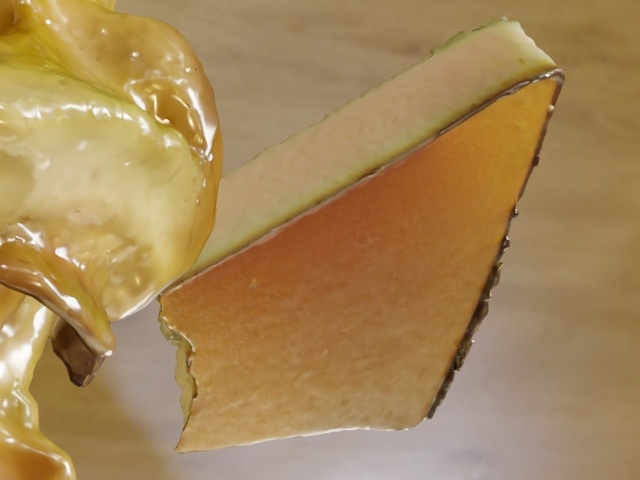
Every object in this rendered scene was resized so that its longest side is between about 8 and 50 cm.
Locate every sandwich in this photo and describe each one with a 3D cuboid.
[{"bbox_3d":[0.000,0.000,0.752,0.162,0.058,0.193,-3,128,-31],"label":"sandwich"}]

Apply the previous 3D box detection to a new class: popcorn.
[{"bbox_3d":[-0.130,-0.031,0.400,0.191,0.253,0.190,42,63,-52],"label":"popcorn"}]
